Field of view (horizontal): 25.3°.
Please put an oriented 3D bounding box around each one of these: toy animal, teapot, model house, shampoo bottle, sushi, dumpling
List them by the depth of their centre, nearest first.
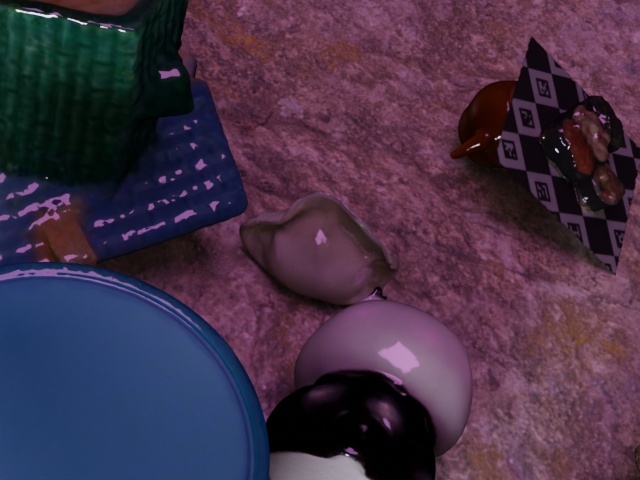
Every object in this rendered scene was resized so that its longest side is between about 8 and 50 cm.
[{"bbox_3d":[-0.236,0.247,1.194,0.331,0.343,0.331,8,52,-11],"label":"shampoo bottle"},{"bbox_3d":[0.055,0.170,1.448,0.187,0.165,0.235,27,50,1],"label":"toy animal"},{"bbox_3d":[-0.235,-0.160,1.466,0.334,0.382,0.342,-19,57,-25],"label":"model house"},{"bbox_3d":[-0.002,0.000,1.574,0.169,0.134,0.100,37,54,15],"label":"dumpling"},{"bbox_3d":[0.325,-0.113,1.737,0.231,0.047,0.220,41,48,-23],"label":"sushi"},{"bbox_3d":[0.221,-0.138,1.766,0.116,0.116,0.173,40,40,14],"label":"teapot"}]

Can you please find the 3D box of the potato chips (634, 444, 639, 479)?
[{"bbox_3d":[0.538,0.303,1.478,0.358,0.070,0.429,-28,68,-6],"label":"potato chips"}]
